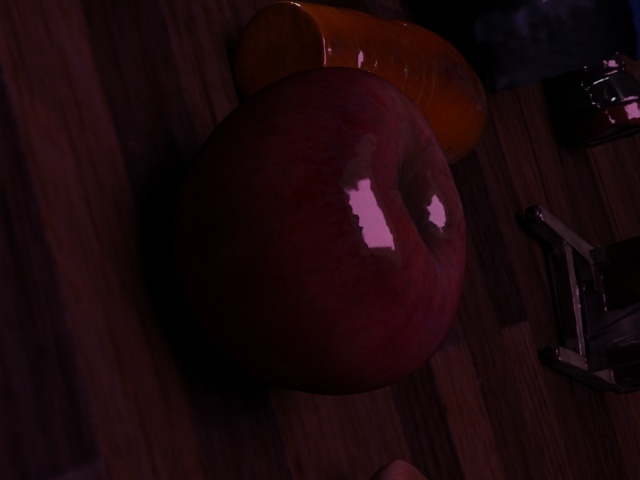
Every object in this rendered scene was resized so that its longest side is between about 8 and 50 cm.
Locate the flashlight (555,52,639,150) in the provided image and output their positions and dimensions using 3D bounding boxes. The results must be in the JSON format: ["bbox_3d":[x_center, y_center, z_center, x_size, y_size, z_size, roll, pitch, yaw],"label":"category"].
[{"bbox_3d":[0.253,-0.209,1.108,0.093,0.093,0.231,-4,76,-60],"label":"flashlight"}]

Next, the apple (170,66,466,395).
[{"bbox_3d":[0.000,0.000,0.527,0.153,0.120,0.153,43,39,-49],"label":"apple"}]

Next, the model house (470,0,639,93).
[{"bbox_3d":[0.268,-0.312,0.903,0.251,0.329,0.294,61,22,-59],"label":"model house"}]

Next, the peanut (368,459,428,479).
[{"bbox_3d":[0.040,0.178,0.539,0.076,0.076,0.152,41,43,-41],"label":"peanut"}]

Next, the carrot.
[{"bbox_3d":[0.033,-0.097,0.675,0.193,0.087,0.087,16,59,-53],"label":"carrot"}]

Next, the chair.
[{"bbox_3d":[0.295,0.055,0.973,0.270,0.136,0.147,27,52,-52],"label":"chair"}]
